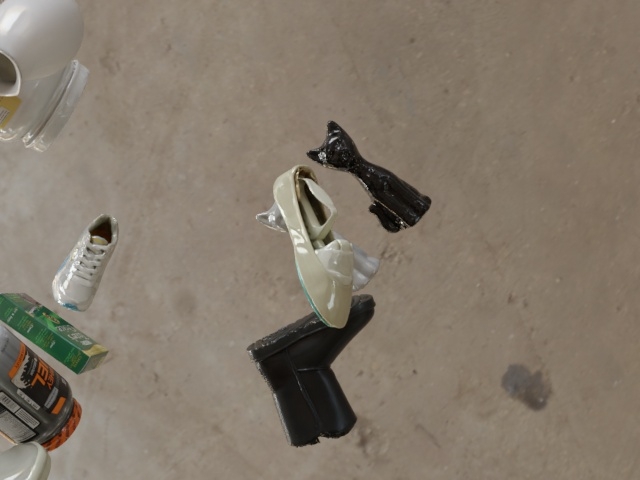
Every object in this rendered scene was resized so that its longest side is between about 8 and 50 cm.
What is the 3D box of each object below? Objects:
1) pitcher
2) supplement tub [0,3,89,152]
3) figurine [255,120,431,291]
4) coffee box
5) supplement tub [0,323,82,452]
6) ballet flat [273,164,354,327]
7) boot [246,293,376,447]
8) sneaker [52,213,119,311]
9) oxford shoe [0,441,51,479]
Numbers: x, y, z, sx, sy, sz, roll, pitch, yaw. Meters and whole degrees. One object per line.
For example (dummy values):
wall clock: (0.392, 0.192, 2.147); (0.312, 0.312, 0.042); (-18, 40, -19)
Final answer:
pitcher: (-0.457, -0.286, 1.400); (0.178, 0.207, 0.125); (-5, 125, 26)
supplement tub: (-0.657, -0.344, 1.886); (0.331, 0.241, 0.241); (31, 133, -26)
figurine: (0.031, -0.050, 1.518); (0.209, 0.092, 0.215); (40, 86, -9)
coffee box: (-0.448, 0.152, 1.576); (0.184, 0.113, 0.040); (34, 90, 5)
supplement tub: (-0.436, 0.213, 1.351); (0.117, 0.117, 0.190); (-10, 133, 35)
ballet flat: (0.000, 0.000, 1.332); (0.086, 0.086, 0.248); (-42, 60, 37)
boot: (0.018, 0.229, 1.647); (0.246, 0.094, 0.207); (-26, 99, 1)
sneaker: (-0.460, 0.041, 1.865); (0.087, 0.228, 0.092); (24, 132, -15)
oxford shoe: (-0.581, 0.371, 1.266); (0.449, 0.169, 0.130); (-21, 114, 0)
